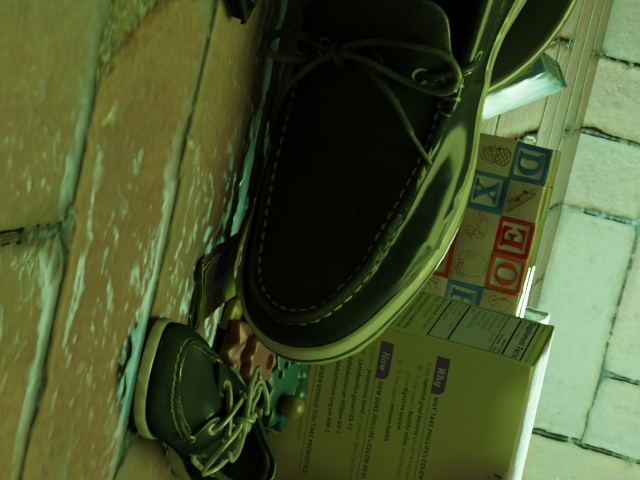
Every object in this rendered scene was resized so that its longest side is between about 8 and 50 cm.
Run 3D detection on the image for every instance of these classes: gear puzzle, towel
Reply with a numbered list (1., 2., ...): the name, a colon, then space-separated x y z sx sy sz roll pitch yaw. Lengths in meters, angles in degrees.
1. gear puzzle: 0.000 0.000 1.394 0.175 0.044 0.339 46 60 -59
2. towel: -0.082 0.032 1.253 0.083 0.009 0.060 -43 145 -64

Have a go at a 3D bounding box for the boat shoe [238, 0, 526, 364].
1. boat shoe: 0.053 -0.145 1.227 0.156 0.187 0.500 26 89 -58

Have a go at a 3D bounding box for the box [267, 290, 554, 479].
1. box: 0.083 0.166 1.546 0.117 0.243 0.213 -42 144 -65

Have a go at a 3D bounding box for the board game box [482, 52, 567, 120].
1. board game box: 0.189 -0.169 1.798 0.211 0.160 0.039 0 70 -74

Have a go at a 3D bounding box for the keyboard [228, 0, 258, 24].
1. keyboard: -0.013 -0.328 1.110 0.201 0.033 0.317 70 37 -66

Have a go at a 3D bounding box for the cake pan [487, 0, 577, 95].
1. cake pan: 0.129 -0.265 1.403 0.293 0.054 0.293 -20 125 -31

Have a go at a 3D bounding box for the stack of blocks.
1. stack of blocks: 0.159 0.021 1.831 0.087 0.171 0.297 -6 110 -75

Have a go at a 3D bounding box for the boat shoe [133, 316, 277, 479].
1. boat shoe: -0.084 0.136 1.211 0.254 0.079 0.095 80 29 -59

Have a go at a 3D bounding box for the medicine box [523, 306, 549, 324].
1. medicine box: 0.219 0.225 2.311 0.289 0.149 0.263 -8 112 -75
